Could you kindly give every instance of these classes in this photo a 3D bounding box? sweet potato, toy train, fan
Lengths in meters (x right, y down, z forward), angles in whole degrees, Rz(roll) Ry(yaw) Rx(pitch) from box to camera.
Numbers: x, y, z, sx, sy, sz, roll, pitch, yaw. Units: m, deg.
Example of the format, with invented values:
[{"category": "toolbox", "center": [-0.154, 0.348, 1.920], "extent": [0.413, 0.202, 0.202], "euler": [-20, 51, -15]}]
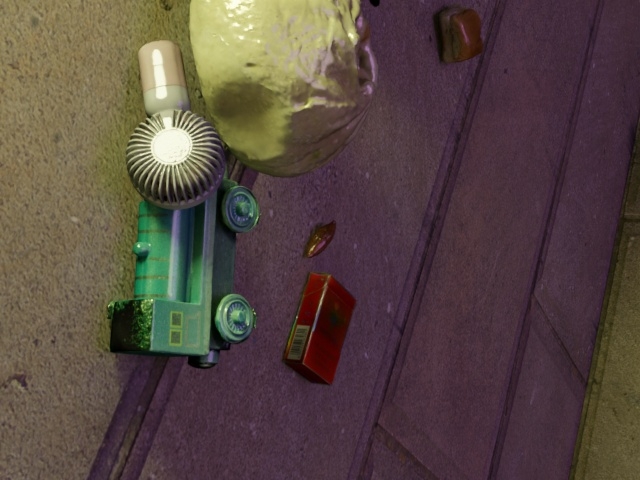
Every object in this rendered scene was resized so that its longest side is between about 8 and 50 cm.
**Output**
[{"category": "sweet potato", "center": [0.000, 0.000, 1.720], "extent": [0.095, 0.034, 0.034], "euler": [-50, 133, -30]}, {"category": "toy train", "center": [-0.190, 0.028, 1.339], "extent": [0.194, 0.120, 0.298], "euler": [12, 76, -47]}, {"category": "fan", "center": [-0.202, -0.161, 1.288], "extent": [0.074, 0.130, 0.244], "euler": [89, -9, -69]}]

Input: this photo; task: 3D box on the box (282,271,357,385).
[{"category": "box", "center": [0.000, 0.158, 1.712], "extent": [0.112, 0.048, 0.175], "euler": [45, 55, -47]}]

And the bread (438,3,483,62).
[{"category": "bread", "center": [0.317, -0.462, 2.149], "extent": [0.106, 0.082, 0.125], "euler": [-46, 132, -55]}]

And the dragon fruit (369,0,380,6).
[{"category": "dragon fruit", "center": [0.060, -0.512, 1.657], "extent": [0.189, 0.182, 0.182], "euler": [47, 40, 2]}]

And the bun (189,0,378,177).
[{"category": "bun", "center": [-0.040, -0.279, 1.393], "extent": [0.349, 0.227, 0.353], "euler": [52, 31, -64]}]
